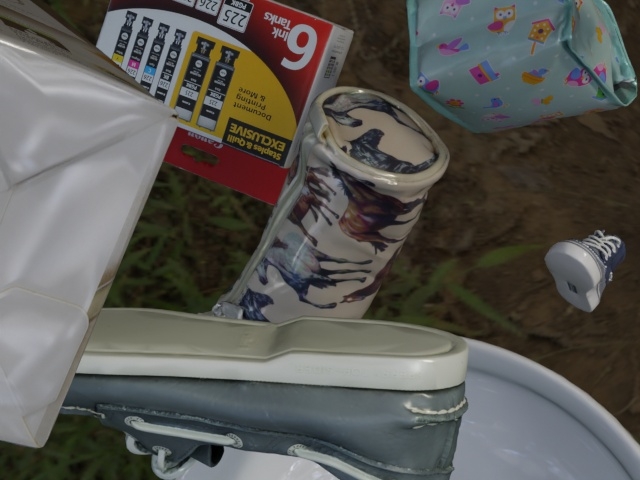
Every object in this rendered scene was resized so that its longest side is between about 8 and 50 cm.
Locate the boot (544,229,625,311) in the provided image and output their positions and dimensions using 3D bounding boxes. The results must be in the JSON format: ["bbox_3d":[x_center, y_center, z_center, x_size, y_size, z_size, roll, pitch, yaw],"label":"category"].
[{"bbox_3d":[0.316,0.016,1.572,0.069,0.190,0.086,32,81,18],"label":"boot"}]

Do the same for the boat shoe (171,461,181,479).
[{"bbox_3d":[-0.136,0.325,1.410,0.156,0.136,0.367,-3,88,-25],"label":"boat shoe"}]

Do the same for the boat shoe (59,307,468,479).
[{"bbox_3d":[-0.076,0.097,0.763,0.319,0.116,0.099,1,101,11],"label":"boat shoe"}]

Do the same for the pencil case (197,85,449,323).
[{"bbox_3d":[0.000,0.000,1.559,0.160,0.183,0.410,65,146,33],"label":"pencil case"}]

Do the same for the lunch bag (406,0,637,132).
[{"bbox_3d":[0.260,-0.226,1.690,0.223,0.262,0.160,-13,66,28],"label":"lunch bag"}]

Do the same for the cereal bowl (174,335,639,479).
[{"bbox_3d":[0.068,0.231,0.837,0.338,0.141,0.339,-3,77,14],"label":"cereal bowl"}]

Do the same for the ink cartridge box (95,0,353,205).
[{"bbox_3d":[-0.150,-0.215,1.839,0.309,0.130,0.272,21,100,11],"label":"ink cartridge box"}]

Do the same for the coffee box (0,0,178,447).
[{"bbox_3d":[-0.159,-0.037,0.566,0.141,0.098,0.246,-65,29,10],"label":"coffee box"}]
